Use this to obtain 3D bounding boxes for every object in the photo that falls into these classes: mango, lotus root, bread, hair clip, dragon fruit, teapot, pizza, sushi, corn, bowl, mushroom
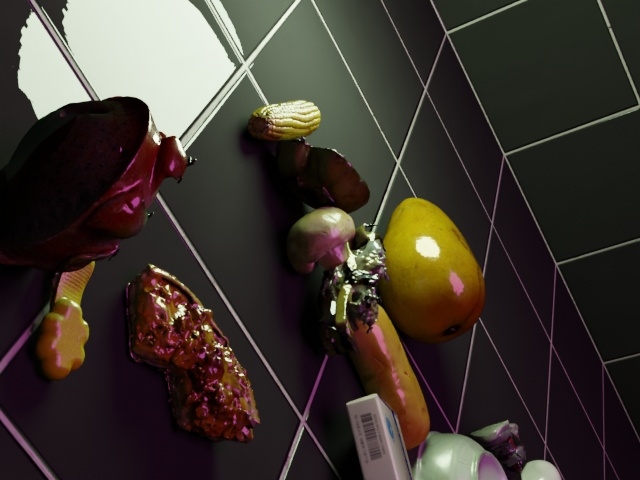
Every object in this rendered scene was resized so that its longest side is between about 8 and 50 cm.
[{"bbox_3d":[0.239,0.062,2.154,0.264,0.221,0.378,45,26,-36],"label":"mango"},{"bbox_3d":[-0.009,-0.108,1.858,0.203,0.183,0.077,45,63,-33],"label":"lotus root"},{"bbox_3d":[0.136,0.269,1.948,0.305,0.091,0.142,67,20,-10],"label":"bread"},{"bbox_3d":[-0.317,0.093,1.210,0.072,0.046,0.173,38,42,-43],"label":"hair clip"},{"bbox_3d":[-0.290,-0.069,1.159,0.130,0.295,0.268,39,70,-31],"label":"dragon fruit"},{"bbox_3d":[0.537,0.640,2.381,0.298,0.140,0.204,-89,-170,-83],"label":"teapot"},{"bbox_3d":[-0.177,0.170,1.391,0.305,0.086,0.161,62,27,-14],"label":"pizza"},{"bbox_3d":[0.068,0.102,1.861,0.291,0.131,0.139,-78,156,-47],"label":"sushi"},{"bbox_3d":[-0.069,-0.234,1.895,0.231,0.080,0.080,-22,92,-65],"label":"corn"},{"bbox_3d":[0.289,0.535,1.993,0.307,0.163,0.307,40,39,-42],"label":"bowl"},{"bbox_3d":[0.000,0.000,1.808,0.112,0.148,0.148,57,26,-4],"label":"mushroom"}]

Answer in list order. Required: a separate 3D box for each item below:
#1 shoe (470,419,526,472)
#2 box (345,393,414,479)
[{"bbox_3d":[0.442,0.512,2.371,0.227,0.099,0.125,24,48,-62],"label":"shoe"},{"bbox_3d":[0.133,0.463,1.737,0.200,0.065,0.343,54,20,-65],"label":"box"}]
